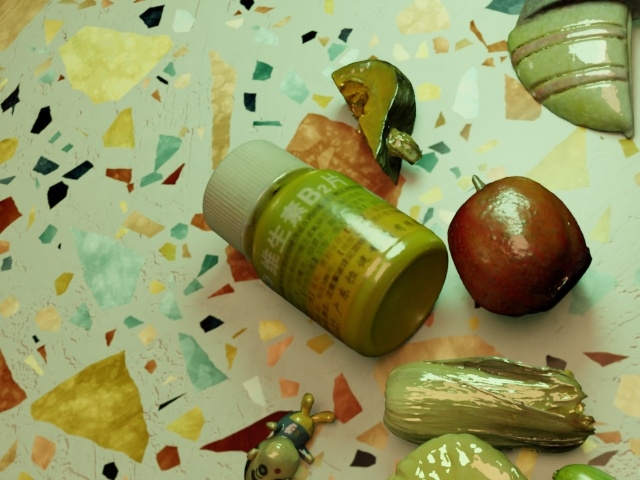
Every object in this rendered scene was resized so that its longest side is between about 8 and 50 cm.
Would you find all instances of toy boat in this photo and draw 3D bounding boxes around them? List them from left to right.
[{"bbox_3d":[0.452,-0.349,1.646,0.276,0.111,0.294,16,79,33],"label":"toy boat"}]

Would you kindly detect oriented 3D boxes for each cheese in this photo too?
[{"bbox_3d":[0.183,0.380,1.274,0.214,0.117,0.226,-32,48,-17],"label":"cheese"}]

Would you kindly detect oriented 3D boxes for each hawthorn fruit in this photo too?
[{"bbox_3d":[0.294,-0.004,1.438,0.215,0.215,0.250,-22,70,5],"label":"hawthorn fruit"}]

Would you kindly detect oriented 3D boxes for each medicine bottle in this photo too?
[{"bbox_3d":[0.000,0.000,1.529,0.384,0.224,0.224,35,77,31],"label":"medicine bottle"}]

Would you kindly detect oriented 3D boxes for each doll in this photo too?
[{"bbox_3d":[-0.055,0.322,1.457,0.179,0.102,0.089,-50,17,-7],"label":"doll"}]

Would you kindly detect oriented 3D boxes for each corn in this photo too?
[{"bbox_3d":[0.244,0.241,1.377,0.305,0.122,0.123,-2,63,15],"label":"corn"}]

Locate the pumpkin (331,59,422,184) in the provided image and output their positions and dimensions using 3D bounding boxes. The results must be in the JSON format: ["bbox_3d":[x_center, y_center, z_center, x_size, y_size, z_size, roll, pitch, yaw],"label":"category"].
[{"bbox_3d":[0.120,-0.225,1.669,0.126,0.131,0.248,-25,60,3],"label":"pumpkin"}]

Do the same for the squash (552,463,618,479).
[{"bbox_3d":[0.399,0.370,1.277,0.095,0.095,0.188,-44,58,-8],"label":"squash"}]
